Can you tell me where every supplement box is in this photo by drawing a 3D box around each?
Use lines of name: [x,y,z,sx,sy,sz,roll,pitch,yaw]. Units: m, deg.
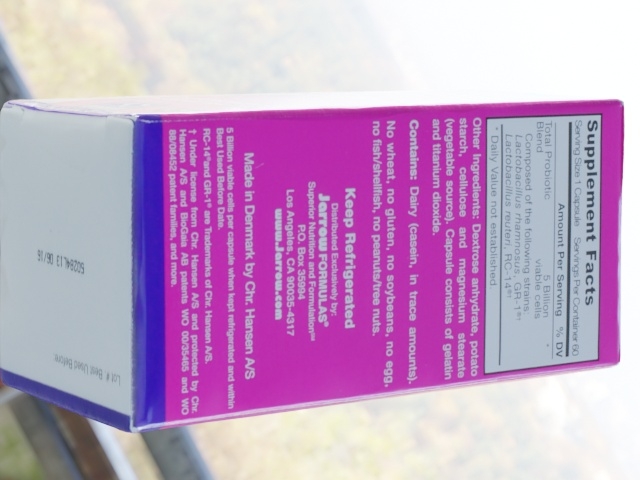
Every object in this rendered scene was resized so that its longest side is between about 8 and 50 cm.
supplement box: [0.000,0.000,0.725,0.111,0.220,0.114,10,-79,56]
